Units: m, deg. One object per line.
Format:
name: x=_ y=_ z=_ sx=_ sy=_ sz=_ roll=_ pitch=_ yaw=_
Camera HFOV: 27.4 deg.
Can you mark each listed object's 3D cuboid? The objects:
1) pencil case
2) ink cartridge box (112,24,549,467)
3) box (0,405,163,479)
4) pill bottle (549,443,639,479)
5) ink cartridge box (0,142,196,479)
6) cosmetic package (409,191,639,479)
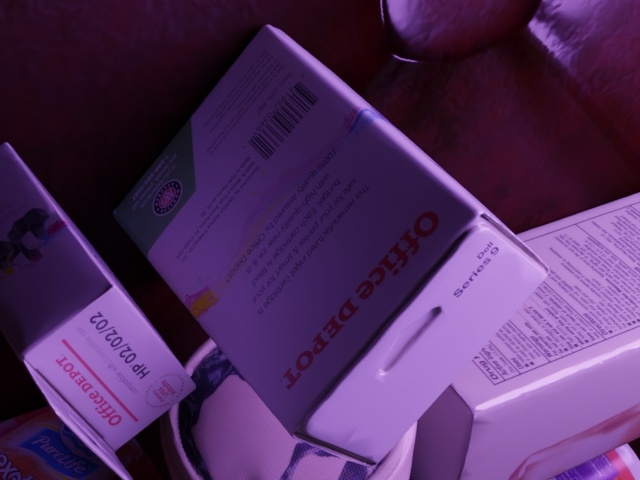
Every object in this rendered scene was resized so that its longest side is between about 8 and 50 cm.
pencil case: x=-0.005 y=0.220 z=0.948 sx=0.160 sy=0.183 sz=0.410 roll=-2 pitch=140 yaw=5
ink cartridge box: x=0.000 y=0.000 z=0.753 sx=0.154 sy=0.212 sz=0.093 roll=-50 pitch=139 yaw=7
box: x=-0.177 y=0.243 z=0.885 sx=0.128 sy=0.122 sz=0.257 roll=-18 pitch=133 yaw=-28
pill bottle: x=0.200 y=0.254 z=1.210 sx=0.193 sy=0.108 sz=0.108 roll=-33 pitch=138 yaw=-12
ink cartridge box: x=-0.133 y=0.040 z=0.704 sx=0.061 sy=0.181 sz=0.104 roll=-38 pitch=139 yaw=-7
cosmetic package: x=0.182 y=0.082 z=1.018 sx=0.296 sy=0.153 sz=0.129 roll=-16 pitch=134 yaw=-27
